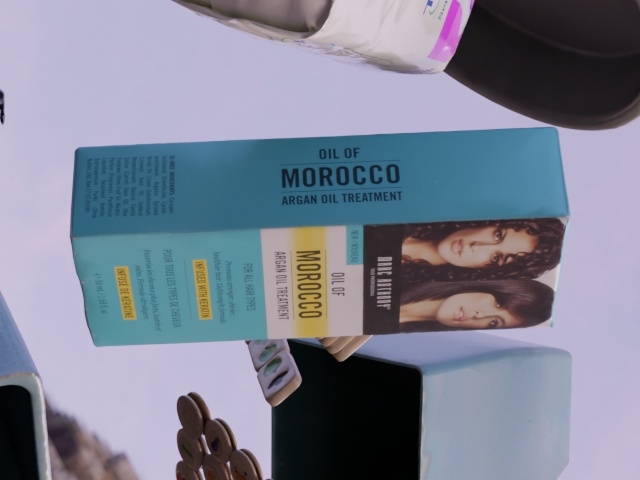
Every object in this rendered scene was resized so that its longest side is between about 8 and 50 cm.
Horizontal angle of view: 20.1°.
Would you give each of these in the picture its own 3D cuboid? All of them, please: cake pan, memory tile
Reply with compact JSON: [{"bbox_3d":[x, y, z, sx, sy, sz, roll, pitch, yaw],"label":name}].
[{"bbox_3d":[0.099,-0.188,1.094,0.293,0.054,0.293,37,-18,15],"label":"cake pan"},{"bbox_3d":[-0.072,0.197,1.422,0.148,0.012,0.113,44,-41,37],"label":"memory tile"}]

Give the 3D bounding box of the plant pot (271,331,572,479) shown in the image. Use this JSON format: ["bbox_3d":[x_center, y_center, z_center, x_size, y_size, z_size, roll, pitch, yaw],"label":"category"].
[{"bbox_3d":[0.098,0.154,1.515,0.165,0.234,0.165,9,-77,43],"label":"plant pot"}]

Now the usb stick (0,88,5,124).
[{"bbox_3d":[-0.304,-0.077,0.942,0.077,0.278,0.045,114,-17,-62],"label":"usb stick"}]

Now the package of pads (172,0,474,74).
[{"bbox_3d":[0.035,-0.230,0.844,0.101,0.229,0.297,18,-84,18],"label":"package of pads"}]

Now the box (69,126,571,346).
[{"bbox_3d":[0.000,0.000,0.925,0.100,0.244,0.060,88,0,-53],"label":"box"}]

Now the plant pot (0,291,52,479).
[{"bbox_3d":[-0.383,0.136,1.588,0.252,0.247,0.247,-115,-160,-43],"label":"plant pot"}]

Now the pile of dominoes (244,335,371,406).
[{"bbox_3d":[0.010,0.009,1.344,0.196,0.251,0.040,-42,-71,5],"label":"pile of dominoes"}]
